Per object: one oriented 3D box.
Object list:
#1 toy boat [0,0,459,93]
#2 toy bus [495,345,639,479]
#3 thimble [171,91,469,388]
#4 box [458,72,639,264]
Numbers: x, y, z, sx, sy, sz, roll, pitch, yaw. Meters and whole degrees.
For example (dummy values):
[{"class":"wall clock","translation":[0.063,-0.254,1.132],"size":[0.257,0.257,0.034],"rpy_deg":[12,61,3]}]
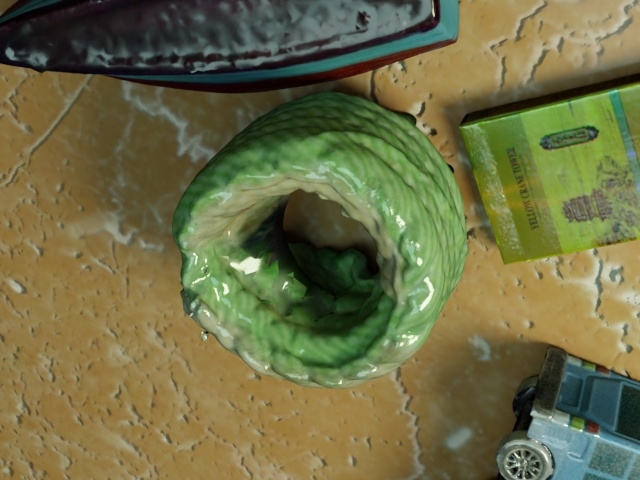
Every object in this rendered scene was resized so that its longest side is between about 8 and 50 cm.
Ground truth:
[{"class":"toy boat","translation":[-0.091,-0.171,1.140],"size":[0.392,0.079,0.136],"rpy_deg":[-3,112,17]},{"class":"toy bus","translation":[0.192,0.221,1.198],"size":[0.133,0.116,0.234],"rpy_deg":[19,117,6]},{"class":"thimble","translation":[0.000,0.000,1.139],"size":[0.218,0.150,0.219],"rpy_deg":[7,116,15]},{"class":"box","translation":[0.212,-0.056,1.108],"size":[0.193,0.030,0.121],"rpy_deg":[-11,110,24]}]
